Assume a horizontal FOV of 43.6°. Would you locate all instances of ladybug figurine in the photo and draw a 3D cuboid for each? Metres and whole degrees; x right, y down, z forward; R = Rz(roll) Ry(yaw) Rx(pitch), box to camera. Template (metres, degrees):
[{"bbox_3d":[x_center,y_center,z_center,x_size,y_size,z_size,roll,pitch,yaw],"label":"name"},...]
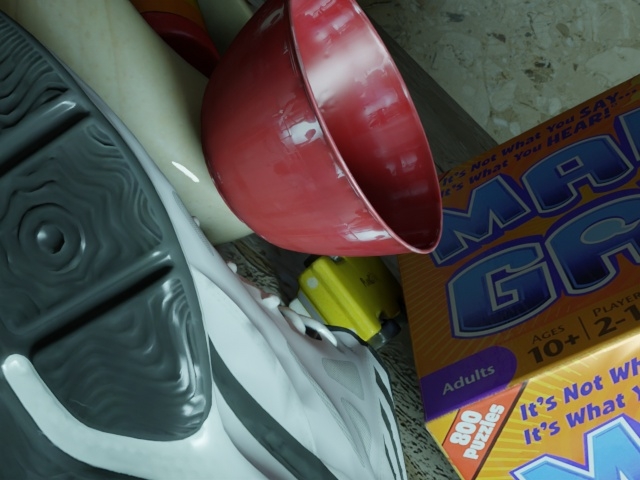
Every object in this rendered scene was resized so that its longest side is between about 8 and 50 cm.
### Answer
[{"bbox_3d":[-0.163,-0.156,0.676,0.305,0.162,0.449,30,28,-40],"label":"ladybug figurine"}]

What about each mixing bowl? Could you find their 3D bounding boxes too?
[{"bbox_3d":[-0.009,-0.062,0.488,0.181,0.098,0.181,48,31,-40],"label":"mixing bowl"}]

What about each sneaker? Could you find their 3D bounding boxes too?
[{"bbox_3d":[-0.088,0.064,0.475,0.447,0.169,0.257,58,11,-8],"label":"sneaker"}]

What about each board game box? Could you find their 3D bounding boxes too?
[{"bbox_3d":[0.312,0.100,0.765,0.356,0.356,0.356,56,16,-26],"label":"board game box"}]

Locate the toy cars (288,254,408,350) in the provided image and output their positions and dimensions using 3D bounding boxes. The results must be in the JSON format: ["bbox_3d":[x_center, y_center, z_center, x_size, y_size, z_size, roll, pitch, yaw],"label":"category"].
[{"bbox_3d":[0.000,0.000,0.834,0.176,0.087,0.393,42,18,-33],"label":"toy cars"}]
